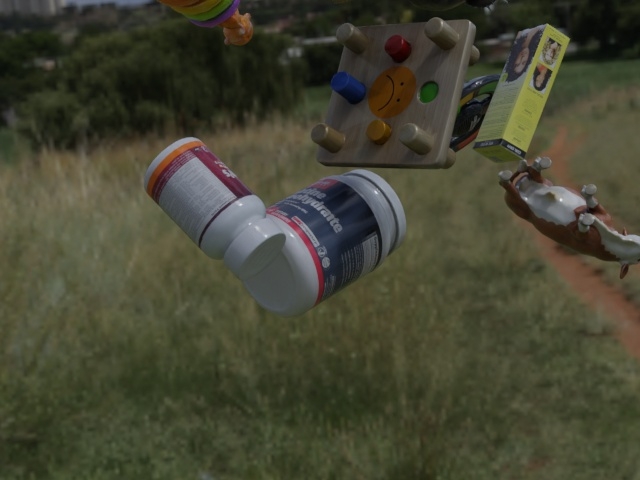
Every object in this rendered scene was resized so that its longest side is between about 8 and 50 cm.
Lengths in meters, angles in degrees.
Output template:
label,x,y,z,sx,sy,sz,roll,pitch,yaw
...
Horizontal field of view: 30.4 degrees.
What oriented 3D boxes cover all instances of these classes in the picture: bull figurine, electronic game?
label,x,y,z,sx,sy,sz,roll,pitch,yaw
bull figurine,0.463,-0.047,2.170,0.310,0.101,0.188,28,-16,29
electronic game,0.283,-0.241,2.327,0.229,0.048,0.229,-33,-22,-15

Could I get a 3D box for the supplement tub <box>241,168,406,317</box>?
label,x,y,z,sx,sy,sz,roll,pitch,yaw
supplement tub,0.000,0.000,2.066,0.272,0.191,0.191,-30,22,-38

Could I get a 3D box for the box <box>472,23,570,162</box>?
label,x,y,z,sx,sy,sz,roll,pitch,yaw
box,0.339,-0.248,1.992,0.058,0.232,0.087,27,-13,-23

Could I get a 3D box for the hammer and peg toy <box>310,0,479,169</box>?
label,x,y,z,sx,sy,sz,roll,pitch,yaw
hammer and peg toy,0.131,-0.291,1.963,0.266,0.361,0.127,4,-15,39

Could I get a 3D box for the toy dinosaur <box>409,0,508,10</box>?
label,x,y,z,sx,sy,sz,roll,pitch,yaw
toy dinosaur,0.247,-0.519,2.326,0.314,0.160,0.121,-14,11,-23

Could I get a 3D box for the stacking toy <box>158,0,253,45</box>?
label,x,y,z,sx,sy,sz,roll,pitch,yaw
stacking toy,-0.191,-0.422,1.976,0.166,0.175,0.302,34,-6,33

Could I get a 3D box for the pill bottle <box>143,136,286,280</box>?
label,x,y,z,sx,sy,sz,roll,pitch,yaw
pill bottle,-0.162,-0.048,1.827,0.221,0.121,0.121,44,31,18
